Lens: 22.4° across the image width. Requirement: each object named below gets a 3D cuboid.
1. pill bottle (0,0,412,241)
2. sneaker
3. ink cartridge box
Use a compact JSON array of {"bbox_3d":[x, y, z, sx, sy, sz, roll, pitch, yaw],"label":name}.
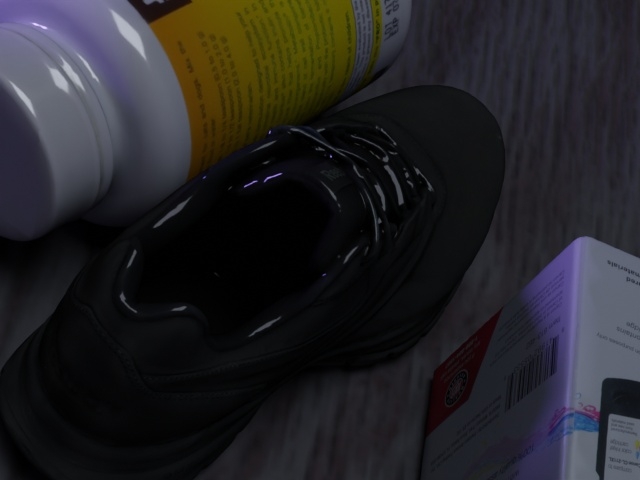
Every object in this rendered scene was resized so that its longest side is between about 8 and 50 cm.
[{"bbox_3d":[-0.065,-0.083,0.701,0.117,0.117,0.215,47,50,9],"label":"pill bottle"},{"bbox_3d":[0.000,0.000,0.671,0.109,0.130,0.286,44,48,8],"label":"sneaker"},{"bbox_3d":[0.095,0.109,0.647,0.072,0.127,0.175,23,51,-16],"label":"ink cartridge box"}]
